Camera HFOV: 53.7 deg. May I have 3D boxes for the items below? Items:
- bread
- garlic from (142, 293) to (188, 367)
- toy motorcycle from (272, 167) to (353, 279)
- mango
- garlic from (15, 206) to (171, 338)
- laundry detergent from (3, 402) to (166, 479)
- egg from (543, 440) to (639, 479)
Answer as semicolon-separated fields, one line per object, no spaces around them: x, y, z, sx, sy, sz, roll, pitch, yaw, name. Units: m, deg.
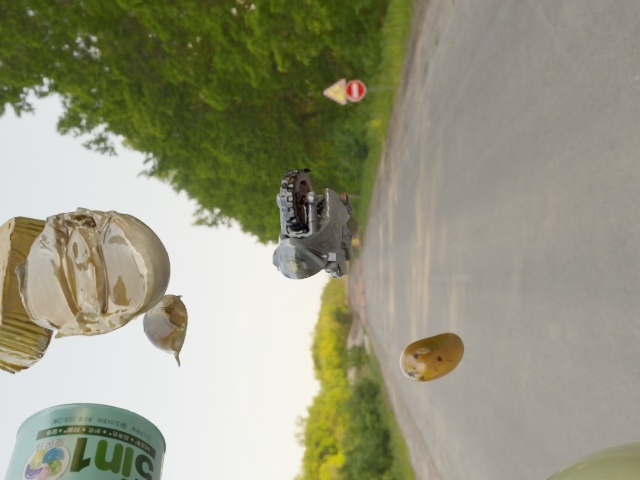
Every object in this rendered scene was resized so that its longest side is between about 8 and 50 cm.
-0.570;0.093;1.193;0.119;0.152;0.288;28;-137;-45;bread
-0.265;0.148;1.070;0.084;0.066;0.152;58;143;29;garlic
0.000;0.000;0.759;0.215;0.080;0.123;42;-129;-66;toy motorcycle
0.286;0.293;1.590;0.115;0.178;0.090;-127;26;-55;mango
-0.308;0.044;0.917;0.142;0.229;0.178;0;-100;-67;garlic
-0.437;0.500;1.136;0.305;0.287;0.287;-97;1;-48;laundry detergent
0.240;0.234;0.360;0.269;0.219;0.219;37;146;39;egg
